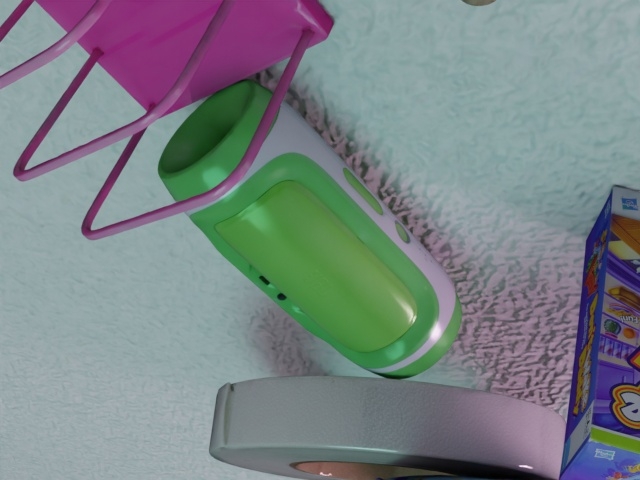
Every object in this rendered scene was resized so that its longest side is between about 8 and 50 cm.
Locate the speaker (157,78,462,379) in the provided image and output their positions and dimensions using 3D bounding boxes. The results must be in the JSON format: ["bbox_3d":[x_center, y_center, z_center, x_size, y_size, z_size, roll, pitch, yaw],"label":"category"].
[{"bbox_3d":[0.000,0.000,0.758,0.131,0.131,0.296,-18,129,40],"label":"speaker"}]

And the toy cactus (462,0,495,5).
[{"bbox_3d":[0.097,-0.210,0.491,0.219,0.112,0.180,11,161,8],"label":"toy cactus"}]

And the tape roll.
[{"bbox_3d":[0.071,0.224,0.950,0.392,0.072,0.392,5,160,2],"label":"tape roll"}]

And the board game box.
[{"bbox_3d":[0.370,0.108,0.636,0.347,0.233,0.078,14,143,7],"label":"board game box"}]

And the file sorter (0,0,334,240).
[{"bbox_3d":[-0.175,-0.163,0.582,0.202,0.182,0.290,-16,131,38],"label":"file sorter"}]

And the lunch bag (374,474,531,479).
[{"bbox_3d":[0.176,0.251,0.727,0.221,0.138,0.293,6,154,-4],"label":"lunch bag"}]
